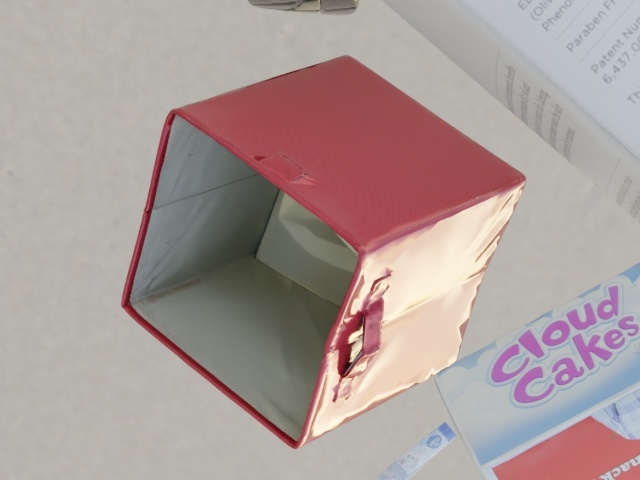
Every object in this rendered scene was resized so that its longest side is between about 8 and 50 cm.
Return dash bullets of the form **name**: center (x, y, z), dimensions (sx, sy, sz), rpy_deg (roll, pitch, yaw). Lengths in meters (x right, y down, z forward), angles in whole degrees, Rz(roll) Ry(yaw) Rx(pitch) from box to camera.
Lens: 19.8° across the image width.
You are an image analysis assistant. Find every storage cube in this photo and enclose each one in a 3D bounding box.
- **storage cube**: center (0.000, 0.000, 1.337), dimensions (0.193, 0.215, 0.184), rpy_deg (-22, 140, -44)

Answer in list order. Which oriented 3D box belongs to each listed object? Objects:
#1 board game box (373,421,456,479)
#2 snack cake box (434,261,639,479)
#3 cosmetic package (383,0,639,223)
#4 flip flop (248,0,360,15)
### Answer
- **board game box**: center (0.069, 0.209, 1.640), dimensions (0.090, 0.020, 0.090), rpy_deg (-28, 164, -52)
- **snack cake box**: center (0.217, 0.086, 1.016), dimensions (0.264, 0.089, 0.152), rpy_deg (-29, 126, 3)
- **cosmetic package**: center (0.052, -0.171, 0.707), dimensions (0.155, 0.365, 0.197), rpy_deg (-47, 174, 3)
- **flip flop**: center (-0.021, -0.280, 1.684), dimensions (0.277, 0.112, 0.080), rpy_deg (71, 26, -68)
